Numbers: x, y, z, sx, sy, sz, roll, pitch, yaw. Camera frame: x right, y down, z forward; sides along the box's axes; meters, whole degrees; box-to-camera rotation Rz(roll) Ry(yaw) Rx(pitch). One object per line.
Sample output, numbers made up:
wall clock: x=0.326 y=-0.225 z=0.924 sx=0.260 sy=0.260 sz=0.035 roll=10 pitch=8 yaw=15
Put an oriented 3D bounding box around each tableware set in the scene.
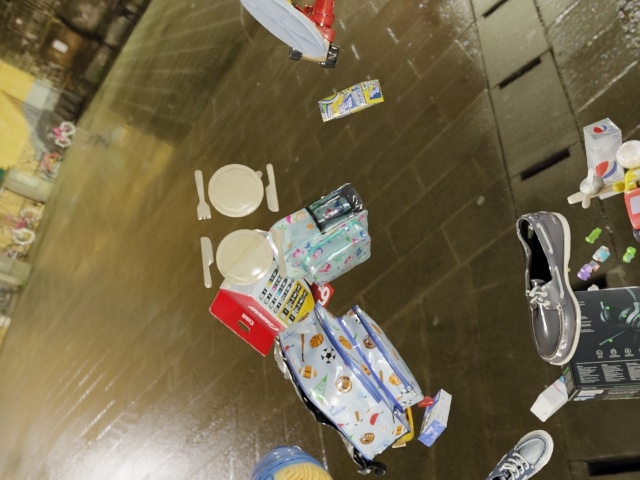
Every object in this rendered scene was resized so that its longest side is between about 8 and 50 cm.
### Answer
tableware set: x=-0.126 y=-0.024 z=0.826 sx=0.039 sy=0.128 sz=0.194 roll=131 pitch=132 yaw=-76

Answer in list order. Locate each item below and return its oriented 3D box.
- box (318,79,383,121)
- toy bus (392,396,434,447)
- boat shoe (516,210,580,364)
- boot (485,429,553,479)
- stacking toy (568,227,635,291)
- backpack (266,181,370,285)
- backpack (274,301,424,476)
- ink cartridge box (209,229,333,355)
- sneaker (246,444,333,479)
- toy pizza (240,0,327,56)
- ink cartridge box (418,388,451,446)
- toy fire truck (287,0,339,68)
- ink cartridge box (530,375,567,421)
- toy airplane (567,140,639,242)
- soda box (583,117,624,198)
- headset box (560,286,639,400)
box: x=0.071 y=-0.339 z=1.267 sx=0.169 sy=0.059 sz=0.054 roll=-4 pitch=105 yaw=53
toy bus: x=0.195 y=0.482 z=1.356 sx=0.191 sy=0.202 sz=0.104 roll=-42 pitch=45 yaw=42
boat shoe: x=0.293 y=0.062 z=0.696 sx=0.075 sy=0.065 sz=0.206 roll=-15 pitch=73 yaw=62
boot: x=0.429 y=0.497 z=1.134 sx=0.069 sy=0.086 sz=0.190 roll=42 pitch=113 yaw=31
stacking toy: x=0.922 y=0.074 z=1.755 sx=0.221 sy=0.052 sz=0.167 roll=-53 pitch=33 yaw=10
backpack: x=0.000 y=0.000 z=1.304 sx=0.254 sy=0.225 sz=0.191 roll=-24 pitch=69 yaw=-5
backpack: x=0.046 y=0.247 z=0.972 sx=0.213 sy=0.263 sz=0.276 roll=-46 pitch=34 yaw=-1
ink cartridge box: x=-0.130 y=0.169 z=1.499 sx=0.130 sy=0.309 sz=0.271 roll=8 pitch=60 yaw=38
sneaker: x=-0.045 y=0.293 z=0.599 sx=0.112 sy=0.296 sz=0.131 roll=-22 pitch=48 yaw=-14
toy pizza: x=-0.067 y=-0.410 z=0.948 sx=0.032 sy=0.201 sz=0.201 roll=-56 pitch=32 yaw=1
ink cartridge box: x=0.383 y=0.585 z=1.730 sx=0.097 sy=0.046 sz=0.207 roll=-58 pitch=-10 yaw=19
toy fire truck: x=-0.020 y=-0.585 z=1.334 sx=0.217 sy=0.159 sz=0.246 roll=-105 pitch=27 yaw=-71
ink cartridge box: x=0.698 y=0.473 z=1.557 sx=0.052 sy=0.123 sz=0.088 roll=42 pitch=141 yaw=34
toy airplane: x=1.027 y=-0.210 z=1.628 sx=0.386 sy=0.272 sz=0.384 roll=-38 pitch=16 yaw=4
soda box: x=1.032 y=-0.292 z=1.886 sx=0.091 sy=0.286 sz=0.098 roll=-21 pitch=40 yaw=13
headset box: x=0.758 y=0.262 z=1.368 sx=0.247 sy=0.131 sz=0.283 roll=-7 pitch=60 yaw=11
